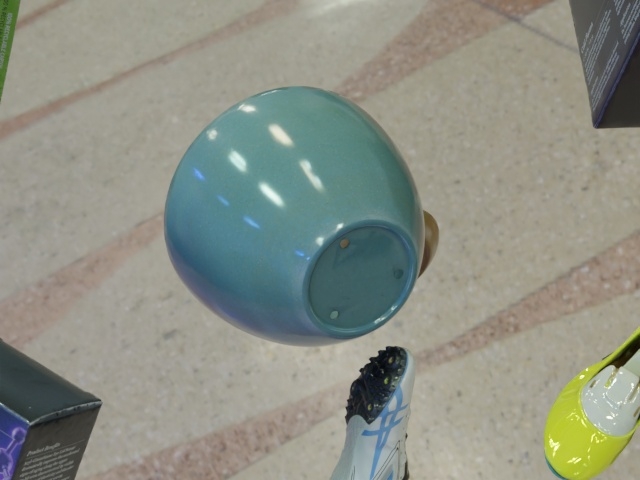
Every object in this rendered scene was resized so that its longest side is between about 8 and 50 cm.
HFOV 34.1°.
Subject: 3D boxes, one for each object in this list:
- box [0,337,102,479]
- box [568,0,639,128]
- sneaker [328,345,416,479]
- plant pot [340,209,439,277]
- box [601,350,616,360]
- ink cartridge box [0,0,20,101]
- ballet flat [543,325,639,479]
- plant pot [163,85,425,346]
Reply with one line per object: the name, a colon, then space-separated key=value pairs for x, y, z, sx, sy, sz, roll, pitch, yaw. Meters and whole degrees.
box: x=-0.322 y=0.213 z=0.981 sx=0.153 sy=0.207 sz=0.108 roll=25 pitch=12 yaw=22
box: x=0.482 y=-0.379 z=1.453 sx=0.179 sy=0.343 sz=0.313 roll=-3 pitch=63 yaw=-4
sneaker: x=0.069 y=0.222 z=1.173 sx=0.086 sy=0.237 sz=0.085 roll=8 pitch=23 yaw=-19
plant pot: x=0.071 y=0.036 z=1.543 sx=0.236 sy=0.236 sz=0.032 roll=-22 pitch=55 yaw=0
box: x=0.479 y=0.235 z=1.242 sx=0.143 sy=0.270 sz=0.165 roll=-33 pitch=20 yaw=6
ink cartridge box: x=-0.395 y=-0.168 z=0.880 sx=0.255 sy=0.189 sz=0.097 roll=10 pitch=50 yaw=-19
ballet flat: x=0.288 y=0.136 z=0.990 sx=0.077 sy=0.077 sz=0.231 roll=41 pitch=49 yaw=17
plant pot: x=0.000 y=0.000 z=1.128 sx=0.290 sy=0.290 sz=0.195 roll=-31 pitch=34 yaw=-12
